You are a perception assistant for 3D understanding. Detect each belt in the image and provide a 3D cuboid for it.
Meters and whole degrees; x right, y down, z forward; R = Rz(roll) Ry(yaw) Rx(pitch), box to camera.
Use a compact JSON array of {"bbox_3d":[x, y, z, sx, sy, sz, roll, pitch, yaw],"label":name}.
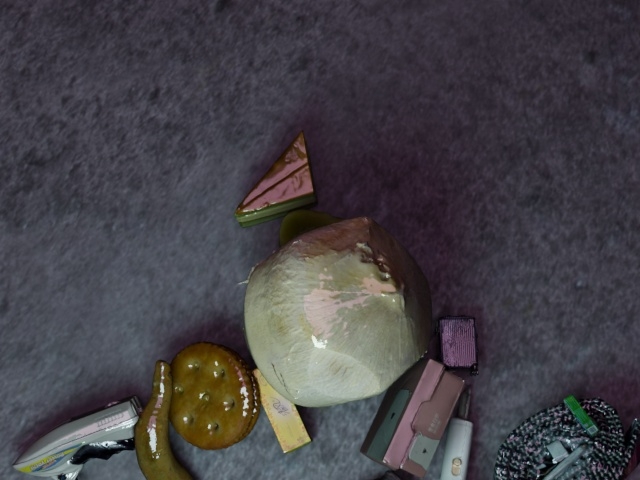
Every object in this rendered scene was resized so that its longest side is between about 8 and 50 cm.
[{"bbox_3d":[0.465,0.431,1.746,0.295,0.160,0.207,-41,62,-12],"label":"belt"}]

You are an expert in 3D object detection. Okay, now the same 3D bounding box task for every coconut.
[{"bbox_3d":[0.045,0.132,1.704,0.346,0.360,0.346,17,63,-37],"label":"coconut"}]

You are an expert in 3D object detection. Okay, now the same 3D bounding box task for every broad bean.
[{"bbox_3d":[0.000,0.000,1.910,0.174,0.082,0.124,4,78,14],"label":"broad bean"}]

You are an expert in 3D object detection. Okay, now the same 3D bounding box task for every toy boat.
[{"bbox_3d":[-0.469,0.408,1.809,0.269,0.141,0.141,-35,78,-4],"label":"toy boat"}]

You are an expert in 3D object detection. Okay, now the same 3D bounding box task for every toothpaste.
[{"bbox_3d":[0.487,0.327,1.696,0.020,0.017,0.083,-31,60,-4],"label":"toothpaste"}]

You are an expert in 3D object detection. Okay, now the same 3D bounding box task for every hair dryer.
[{"bbox_3d":[0.259,0.444,1.764,0.107,0.173,0.357,10,65,4],"label":"hair dryer"}]

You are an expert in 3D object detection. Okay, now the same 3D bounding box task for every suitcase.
[{"bbox_3d":[0.279,0.214,1.852,0.086,0.059,0.126,-2,77,1],"label":"suitcase"}]

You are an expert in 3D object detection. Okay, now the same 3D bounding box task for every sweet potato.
[{"bbox_3d":[-0.306,0.403,1.769,0.108,0.079,0.346,-20,106,-33],"label":"sweet potato"}]

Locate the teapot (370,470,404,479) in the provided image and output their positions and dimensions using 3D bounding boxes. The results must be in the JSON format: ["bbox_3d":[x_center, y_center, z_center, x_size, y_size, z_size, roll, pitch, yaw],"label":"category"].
[{"bbox_3d":[0.121,0.527,1.763,0.146,0.116,0.148,-37,74,-16],"label":"teapot"}]

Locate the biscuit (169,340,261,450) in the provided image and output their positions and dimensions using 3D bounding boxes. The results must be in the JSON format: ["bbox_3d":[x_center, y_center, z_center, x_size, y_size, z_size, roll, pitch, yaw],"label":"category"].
[{"bbox_3d":[-0.216,0.308,1.806,0.220,0.066,0.220,2,93,28],"label":"biscuit"}]

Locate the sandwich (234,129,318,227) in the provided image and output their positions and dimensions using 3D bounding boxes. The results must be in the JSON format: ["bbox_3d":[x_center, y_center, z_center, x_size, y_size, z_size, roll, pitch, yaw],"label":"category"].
[{"bbox_3d":[-0.102,-0.127,1.921,0.187,0.117,0.144,-16,74,1],"label":"sandwich"}]

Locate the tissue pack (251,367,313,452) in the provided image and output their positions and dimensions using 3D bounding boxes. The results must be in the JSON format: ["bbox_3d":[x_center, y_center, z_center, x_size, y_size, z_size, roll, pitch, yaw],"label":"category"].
[{"bbox_3d":[-0.080,0.335,1.822,0.062,0.095,0.176,-24,78,-4],"label":"tissue pack"}]

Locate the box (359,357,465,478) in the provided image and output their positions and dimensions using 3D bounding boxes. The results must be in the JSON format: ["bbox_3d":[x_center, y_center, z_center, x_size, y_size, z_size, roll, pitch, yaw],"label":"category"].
[{"bbox_3d":[0.175,0.339,1.753,0.086,0.215,0.215,28,79,-5],"label":"box"}]
